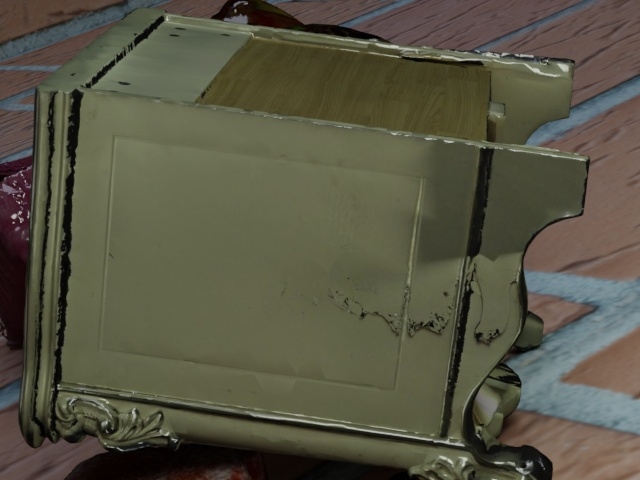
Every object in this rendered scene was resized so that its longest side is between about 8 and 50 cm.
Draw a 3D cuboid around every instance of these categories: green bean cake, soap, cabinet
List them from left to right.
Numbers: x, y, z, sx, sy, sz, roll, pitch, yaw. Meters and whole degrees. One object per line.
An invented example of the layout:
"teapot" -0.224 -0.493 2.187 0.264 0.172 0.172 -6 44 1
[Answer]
"soap" -0.222 0.018 1.450 0.112 0.182 0.289 -21 -15 -18
"green bean cake" -0.107 0.175 1.055 0.135 0.056 0.135 -7 16 23
"cabinet" 0.000 0.000 1.118 0.318 0.228 0.290 7 17 4

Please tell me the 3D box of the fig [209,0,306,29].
"fig" -0.071 -0.180 1.950 0.205 0.205 0.205 -13 17 4

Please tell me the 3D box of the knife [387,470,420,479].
"knife" 0.035 0.171 1.019 0.031 0.018 0.121 3 23 26

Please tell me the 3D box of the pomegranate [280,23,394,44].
"pomegranate" -0.020 -0.031 1.440 0.242 0.242 0.306 0 54 40
